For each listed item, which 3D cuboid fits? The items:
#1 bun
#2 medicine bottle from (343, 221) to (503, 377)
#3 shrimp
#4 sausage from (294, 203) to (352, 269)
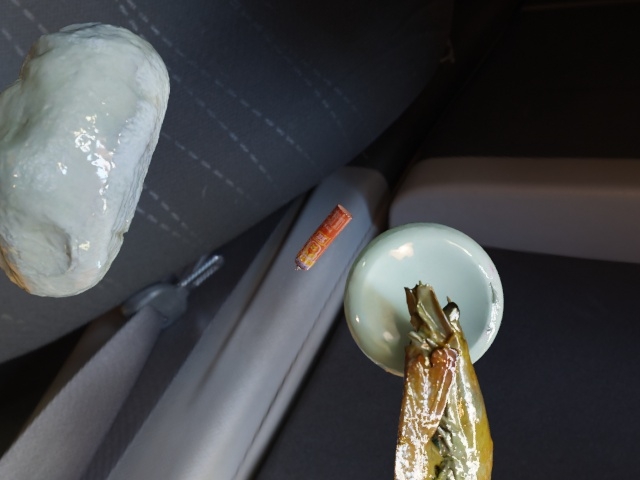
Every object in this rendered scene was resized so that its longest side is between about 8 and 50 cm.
[{"bbox_3d":[-0.315,-0.104,0.803,0.194,0.354,0.354,17,151,-14],"label":"bun"},{"bbox_3d":[0.098,0.056,0.651,0.139,0.139,0.225,17,179,6],"label":"medicine bottle"},{"bbox_3d":[0.091,0.138,0.497,0.051,0.217,0.115,-3,-176,37],"label":"shrimp"},{"bbox_3d":[0.000,0.000,1.049,0.034,0.034,0.129,35,104,-22],"label":"sausage"}]
